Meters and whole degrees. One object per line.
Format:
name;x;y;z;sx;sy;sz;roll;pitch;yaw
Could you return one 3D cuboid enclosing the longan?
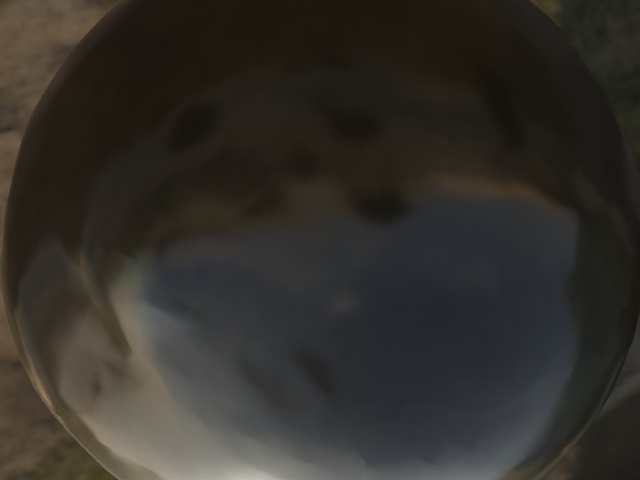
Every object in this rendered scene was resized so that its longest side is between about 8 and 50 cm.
longan;0.000;0.000;0.707;0.258;0.258;0.258;-15;157;-7
